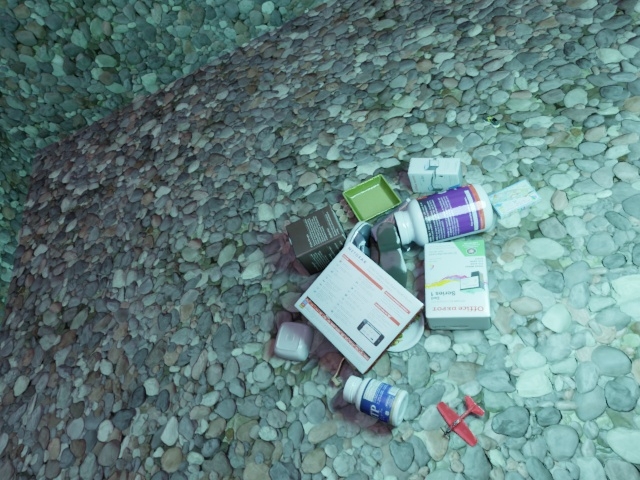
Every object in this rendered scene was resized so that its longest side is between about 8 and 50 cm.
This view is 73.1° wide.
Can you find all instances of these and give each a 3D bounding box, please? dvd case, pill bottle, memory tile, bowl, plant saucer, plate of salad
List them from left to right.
[{"bbox_3d":[-0.105,0.368,1.602,0.142,0.053,0.142,3,63,25],"label":"bowl"},{"bbox_3d":[0.099,-0.127,1.845,0.148,0.012,0.113,-30,54,2],"label":"memory tile"},{"bbox_3d":[0.213,-0.166,1.793,0.188,0.045,0.188,-26,54,-3],"label":"plant saucer"},{"bbox_3d":[0.173,0.500,1.369,0.187,0.112,0.112,12,66,29],"label":"pill bottle"},{"bbox_3d":[0.255,0.281,1.489,0.200,0.048,0.199,-6,72,18],"label":"plate of salad"},{"bbox_3d":[0.317,-0.045,1.673,0.221,0.018,0.164,-38,70,-4],"label":"dvd case"},{"bbox_3d":[0.435,-0.084,1.558,0.323,0.181,0.181,-15,56,6],"label":"pill bottle"}]

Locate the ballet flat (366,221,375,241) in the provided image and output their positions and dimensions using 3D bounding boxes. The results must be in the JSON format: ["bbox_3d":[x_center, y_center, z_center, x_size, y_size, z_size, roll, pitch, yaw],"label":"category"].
[{"bbox_3d":[0.210,-0.037,1.731,0.041,0.041,0.114,-38,55,-3],"label":"ballet flat"}]

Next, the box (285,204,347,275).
[{"bbox_3d":[0.000,0.000,1.712,0.203,0.167,0.168,-25,55,7],"label":"box"}]

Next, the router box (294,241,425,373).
[{"bbox_3d":[0.130,0.224,1.473,0.335,0.082,0.301,42,92,22],"label":"router box"}]

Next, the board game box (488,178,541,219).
[{"bbox_3d":[0.713,-0.153,1.598,0.154,0.026,0.103,-25,54,7],"label":"board game box"}]

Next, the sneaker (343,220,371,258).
[{"bbox_3d":[0.140,0.089,1.623,0.127,0.126,0.321,22,86,34],"label":"sneaker"}]

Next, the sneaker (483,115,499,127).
[{"bbox_3d":[0.717,-0.507,1.808,0.031,0.035,0.083,-39,54,-5],"label":"sneaker"}]

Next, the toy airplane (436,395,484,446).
[{"bbox_3d":[0.427,0.532,1.296,0.151,0.028,0.151,-9,59,16],"label":"toy airplane"}]

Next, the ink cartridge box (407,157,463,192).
[{"bbox_3d":[0.453,-0.254,1.697,0.191,0.139,0.082,4,64,25],"label":"ink cartridge box"}]

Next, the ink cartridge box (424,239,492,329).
[{"bbox_3d":[0.461,0.151,1.460,0.201,0.117,0.278,-5,59,20],"label":"ink cartridge box"}]

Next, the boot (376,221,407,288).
[{"bbox_3d":[0.257,0.091,1.586,0.112,0.115,0.305,-3,84,6],"label":"boot"}]

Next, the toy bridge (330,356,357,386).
[{"bbox_3d":[0.106,0.424,1.496,0.188,0.026,0.063,-41,52,-5],"label":"toy bridge"}]
